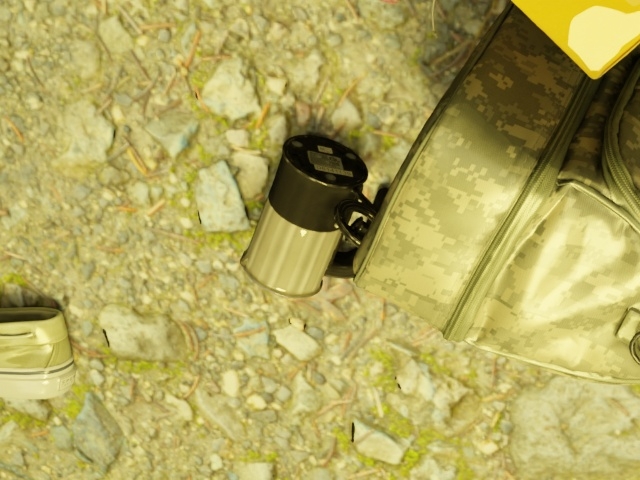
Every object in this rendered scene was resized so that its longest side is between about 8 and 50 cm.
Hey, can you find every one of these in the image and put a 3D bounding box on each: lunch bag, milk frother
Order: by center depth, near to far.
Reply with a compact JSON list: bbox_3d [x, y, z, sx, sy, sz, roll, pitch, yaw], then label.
[{"bbox_3d":[0.206,-0.039,1.169,0.256,0.305,0.212,31,127,4],"label":"lunch bag"},{"bbox_3d":[0.000,0.000,1.350,0.129,0.143,0.134,20,121,-2],"label":"milk frother"}]

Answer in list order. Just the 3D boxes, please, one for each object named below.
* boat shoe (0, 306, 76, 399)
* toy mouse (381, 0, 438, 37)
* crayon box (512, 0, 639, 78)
[{"bbox_3d":[-0.410,0.109,1.591,0.302,0.109,0.094,3,104,7],"label":"boat shoe"},{"bbox_3d":[0.078,-0.243,1.251,0.161,0.031,0.143,-16,112,26],"label":"toy mouse"},{"bbox_3d":[0.171,-0.257,1.107,0.323,0.203,0.083,42,123,-7],"label":"crayon box"}]
